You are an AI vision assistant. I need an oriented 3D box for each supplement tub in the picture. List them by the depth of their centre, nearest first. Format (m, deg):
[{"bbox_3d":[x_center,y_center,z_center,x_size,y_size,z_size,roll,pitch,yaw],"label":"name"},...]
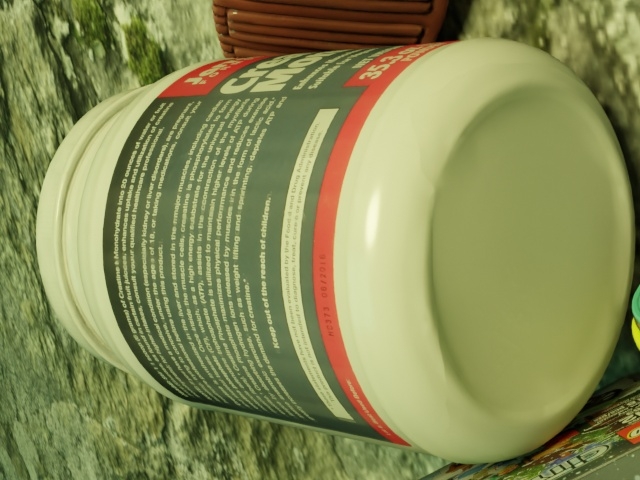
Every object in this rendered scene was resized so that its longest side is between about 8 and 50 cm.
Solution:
[{"bbox_3d":[0.000,0.000,0.675,0.272,0.191,0.191,4,113,45],"label":"supplement tub"}]

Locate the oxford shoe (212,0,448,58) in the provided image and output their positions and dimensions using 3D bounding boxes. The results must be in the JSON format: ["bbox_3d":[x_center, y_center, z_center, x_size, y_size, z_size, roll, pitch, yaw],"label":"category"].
[{"bbox_3d":[0.013,-0.196,0.688,0.348,0.122,0.130,100,176,-56],"label":"oxford shoe"}]

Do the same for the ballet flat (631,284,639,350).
[{"bbox_3d":[0.219,0.061,0.524,0.231,0.077,0.077,19,147,58],"label":"ballet flat"}]

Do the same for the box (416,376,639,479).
[{"bbox_3d":[0.065,0.138,0.613,0.044,0.233,0.159,64,178,1],"label":"box"}]
